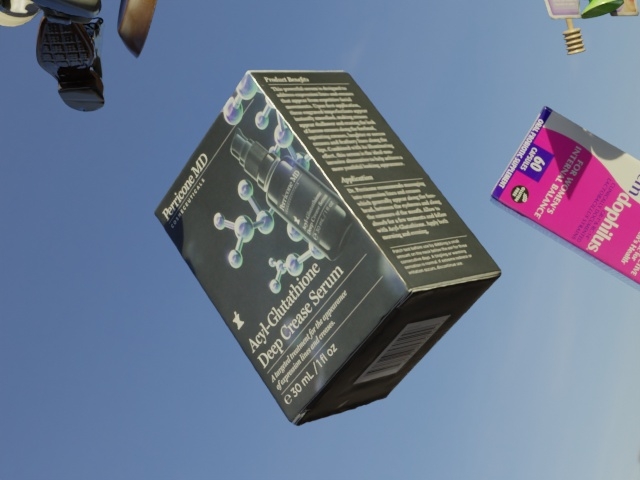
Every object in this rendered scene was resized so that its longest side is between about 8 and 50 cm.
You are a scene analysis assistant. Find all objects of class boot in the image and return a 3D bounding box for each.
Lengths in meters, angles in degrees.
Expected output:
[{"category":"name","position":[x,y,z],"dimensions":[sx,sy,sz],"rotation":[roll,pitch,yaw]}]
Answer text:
[{"category":"boot","position":[-0.340,-0.277,1.663],"dimensions":[0.219,0.082,0.106],"rotation":[91,176,-63]}]

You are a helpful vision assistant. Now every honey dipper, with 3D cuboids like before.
[{"category":"honey dipper","position":[0.386,-0.373,1.915],"dimensions":[0.030,0.030,0.161],"rotation":[-32,-70,-64]}]

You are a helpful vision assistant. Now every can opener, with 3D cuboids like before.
[{"category":"can opener","position":[-0.401,-0.322,1.473],"dimensions":[0.093,0.280,0.074],"rotation":[120,158,-78]}]

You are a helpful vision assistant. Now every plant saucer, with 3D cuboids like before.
[{"category":"plant saucer","position":[-0.244,-0.348,1.650],"dimensions":[0.198,0.036,0.199],"rotation":[-168,90,-75]}]

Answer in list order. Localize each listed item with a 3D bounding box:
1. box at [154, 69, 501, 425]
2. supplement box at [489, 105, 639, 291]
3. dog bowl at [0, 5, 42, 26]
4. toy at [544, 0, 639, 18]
[{"category":"box","position":[0.000,0.000,1.693],"dimensions":[0.212,0.395,0.293],"rotation":[-8,-36,-47]},{"category":"supplement box","position":[0.300,-0.035,1.284],"dimensions":[0.111,0.220,0.114],"rotation":[-59,-7,2]},{"category":"dog bowl","position":[-0.424,-0.470,1.637],"dimensions":[0.102,0.348,0.349],"rotation":[-29,-52,-37]},{"category":"toy","position":[0.242,-0.329,1.149],"dimensions":[0.137,0.056,0.237],"rotation":[-11,-95,-38]}]
